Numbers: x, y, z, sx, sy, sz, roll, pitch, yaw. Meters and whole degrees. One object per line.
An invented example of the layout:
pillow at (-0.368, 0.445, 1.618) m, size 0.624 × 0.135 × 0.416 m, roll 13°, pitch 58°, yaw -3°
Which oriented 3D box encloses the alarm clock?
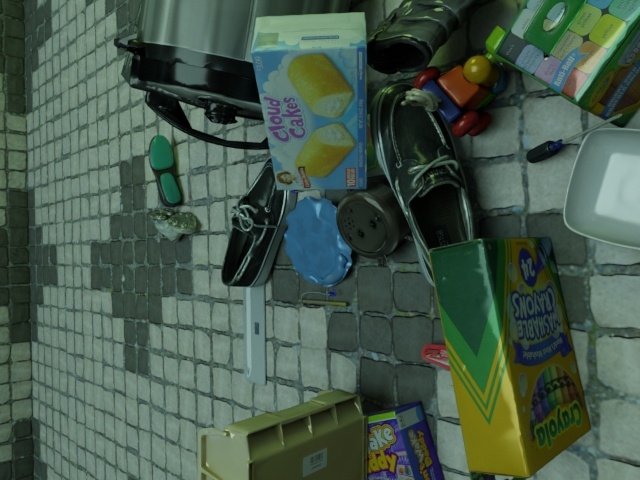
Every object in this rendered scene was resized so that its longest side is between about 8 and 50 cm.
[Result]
alarm clock at (0.077, -0.048, 0.932) m, size 0.192 × 0.064 × 0.129 m, roll 56°, pitch 138°, yaw 4°

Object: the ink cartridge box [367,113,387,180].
ink cartridge box at (0.097, -0.164, 0.949) m, size 0.209 × 0.062 × 0.109 m, roll -3°, pitch 89°, yaw 45°

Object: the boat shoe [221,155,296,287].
boat shoe at (-0.144, -0.042, 1.156) m, size 0.113 × 0.104 × 0.307 m, roll 35°, pitch 111°, yaw 38°

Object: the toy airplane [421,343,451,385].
toy airplane at (0.228, 0.165, 0.847) m, size 0.151 × 0.028 × 0.151 m, roll 1°, pitch 91°, yaw 43°

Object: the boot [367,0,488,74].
boot at (0.194, -0.321, 0.710) m, size 0.223 × 0.118 × 0.338 m, roll -52°, pitch 20°, yaw -10°

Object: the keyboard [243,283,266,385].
keyboard at (-0.151, 0.202, 1.239) m, size 0.072 × 0.014 × 0.256 m, roll -1°, pitch 90°, yaw 40°

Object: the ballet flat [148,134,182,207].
ballet flat at (-0.431, -0.185, 1.471) m, size 0.074 × 0.074 × 0.203 m, roll -20°, pitch 83°, yaw 43°

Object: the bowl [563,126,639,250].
bowl at (0.388, -0.063, 0.667) m, size 0.142 × 0.053 × 0.142 m, roll 21°, pitch 105°, yaw 42°

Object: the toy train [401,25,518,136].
toy train at (0.204, -0.223, 0.717) m, size 0.143 × 0.248 × 0.105 m, roll -44°, pitch 79°, yaw 28°

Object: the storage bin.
storage bin at (-0.053, 0.391, 0.854) m, size 0.123 × 0.262 × 0.261 m, roll 1°, pitch 91°, yaw 44°

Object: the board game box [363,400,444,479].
board game box at (0.064, 0.446, 0.980) m, size 0.347 × 0.078 × 0.234 m, roll -29°, pitch 70°, yaw 41°

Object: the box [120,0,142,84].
box at (-0.278, -0.470, 1.193) m, size 0.076 × 0.242 × 0.308 m, roll 46°, pitch 120°, yaw 34°

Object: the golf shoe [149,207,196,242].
golf shoe at (-0.384, -0.033, 1.444) m, size 0.176 × 0.069 × 0.086 m, roll 17°, pitch 129°, yaw 42°

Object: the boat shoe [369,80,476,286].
boat shoe at (0.170, -0.084, 0.797) m, size 0.119 × 0.121 × 0.336 m, roll -153°, pitch 43°, yaw -87°

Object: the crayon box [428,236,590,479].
crayon box at (0.255, 0.160, 0.697) m, size 0.083 × 0.203 × 0.323 m, roll -15°, pitch 81°, yaw 43°

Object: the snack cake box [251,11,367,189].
snack cake box at (-0.007, -0.195, 0.803) m, size 0.264 × 0.152 × 0.089 m, roll 83°, pitch -174°, yaw -53°

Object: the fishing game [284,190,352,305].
fishing game at (0.000, 0.000, 1.066) m, size 0.189 × 0.041 × 0.264 m, roll -8°, pitch 93°, yaw 45°

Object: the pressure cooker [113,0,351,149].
pressure cooker at (-0.142, -0.379, 0.966) m, size 0.369 × 0.375 × 0.421 m, roll 20°, pitch 104°, yaw 40°

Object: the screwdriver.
screwdriver at (0.321, -0.132, 0.696) m, size 0.170 × 0.025 × 0.024 m, roll 138°, pitch 134°, yaw -77°

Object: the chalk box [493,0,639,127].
chalk box at (0.312, -0.235, 0.627) m, size 0.132 × 0.213 × 0.132 m, roll 49°, pitch 123°, yaw 33°
